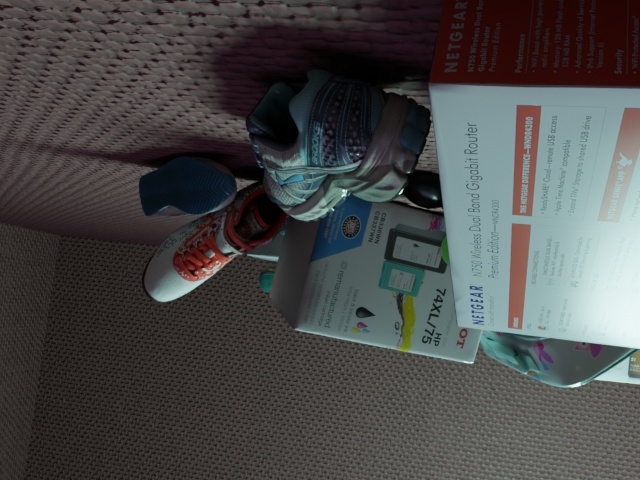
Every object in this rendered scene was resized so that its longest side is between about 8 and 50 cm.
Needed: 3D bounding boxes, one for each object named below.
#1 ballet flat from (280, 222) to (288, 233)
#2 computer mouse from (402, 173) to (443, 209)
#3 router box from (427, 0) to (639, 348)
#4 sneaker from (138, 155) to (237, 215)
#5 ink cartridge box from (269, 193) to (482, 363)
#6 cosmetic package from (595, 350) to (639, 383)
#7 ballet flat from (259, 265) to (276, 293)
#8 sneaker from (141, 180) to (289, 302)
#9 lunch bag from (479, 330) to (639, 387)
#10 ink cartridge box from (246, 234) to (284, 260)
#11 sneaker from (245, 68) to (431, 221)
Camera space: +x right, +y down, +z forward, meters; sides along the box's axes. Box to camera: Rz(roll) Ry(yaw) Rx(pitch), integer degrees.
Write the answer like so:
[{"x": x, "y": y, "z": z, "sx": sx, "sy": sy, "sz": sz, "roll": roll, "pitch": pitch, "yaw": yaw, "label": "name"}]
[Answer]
[{"x": -0.029, "y": -0.048, "z": 1.209, "sx": 0.074, "sy": 0.074, "sz": 0.203, "roll": 10, "pitch": 172, "yaw": -35, "label": "ballet flat"}, {"x": 0.174, "y": -0.056, "z": 1.028, "sx": 0.071, "sy": 0.041, "sz": 0.242, "roll": 3, "pitch": 174, "yaw": 25, "label": "computer mouse"}, {"x": 0.238, "y": -0.022, "z": 0.464, "sx": 0.301, "sy": 0.082, "sz": 0.335, "roll": 6, "pitch": 153, "yaw": 16, "label": "router box"}, {"x": -0.186, "y": -0.082, "z": 1.047, "sx": 0.092, "sy": 0.087, "sz": 0.229, "roll": -11, "pitch": -172, "yaw": -39, "label": "sneaker"}, {"x": 0.091, "y": 0.039, "z": 1.024, "sx": 0.270, "sy": 0.198, "sz": 0.197, "roll": 13, "pitch": -175, "yaw": -16, "label": "ink cartridge box"}, {"x": 0.683, "y": 0.176, "z": 1.578, "sx": 0.377, "sy": 0.284, "sz": 0.097, "roll": 7, "pitch": 173, "yaw": -12, "label": "cosmetic package"}, {"x": -0.022, "y": 0.076, "z": 1.377, "sx": 0.206, "sy": 0.073, "sz": 0.067, "roll": 7, "pitch": -159, "yaw": 25, "label": "ballet flat"}, {"x": -0.160, "y": 0.001, "z": 1.066, "sx": 0.090, "sy": 0.270, "sz": 0.145, "roll": 54, "pitch": 171, "yaw": -12, "label": "sneaker"}, {"x": 0.336, "y": 0.099, "z": 0.984, "sx": 0.224, "sy": 0.108, "sz": 0.279, "roll": -27, "pitch": -173, "yaw": -10, "label": "lunch bag"}, {"x": 0.000, "y": 0.000, "z": 1.428, "sx": 0.201, "sy": 0.117, "sz": 0.278, "roll": 5, "pitch": 174, "yaw": 19, "label": "ink cartridge box"}, {"x": -0.012, "y": -0.097, "z": 0.645, "sx": 0.122, "sy": 0.110, "sz": 0.283, "roll": 27, "pitch": 166, "yaw": -17, "label": "sneaker"}]
